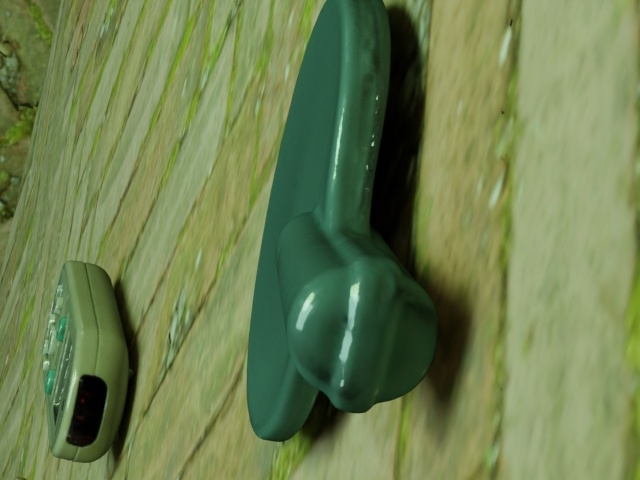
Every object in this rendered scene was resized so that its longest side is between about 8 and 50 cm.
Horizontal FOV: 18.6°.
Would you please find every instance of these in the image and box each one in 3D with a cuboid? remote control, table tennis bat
[{"bbox_3d":[-0.141,0.069,1.169,0.221,0.042,0.078,-128,51,-73],"label":"remote control"},{"bbox_3d":[0.000,0.000,0.611,0.244,0.040,0.153,-116,37,-76],"label":"table tennis bat"}]

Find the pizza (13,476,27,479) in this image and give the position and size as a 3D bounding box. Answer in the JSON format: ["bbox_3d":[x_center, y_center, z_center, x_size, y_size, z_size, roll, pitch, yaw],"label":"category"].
[{"bbox_3d":[-0.190,0.232,1.210,0.271,0.056,0.134,-119,34,-70],"label":"pizza"}]
